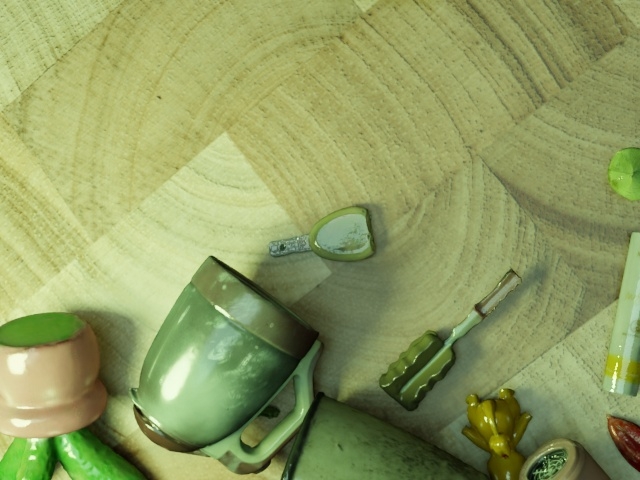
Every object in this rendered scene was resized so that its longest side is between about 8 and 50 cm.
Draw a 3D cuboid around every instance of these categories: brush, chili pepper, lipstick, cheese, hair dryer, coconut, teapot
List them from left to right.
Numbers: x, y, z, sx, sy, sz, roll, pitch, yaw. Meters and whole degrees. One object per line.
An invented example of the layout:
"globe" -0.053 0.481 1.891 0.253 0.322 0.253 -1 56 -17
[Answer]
"teapot" -0.152 0.236 1.492 0.315 0.233 0.312 36 89 -17
"cheese" 0.000 0.000 1.563 0.192 0.037 0.097 -11 84 13
"brush" 0.226 0.162 1.490 0.084 0.071 0.301 43 97 0
"hair dryer" 0.329 0.497 1.366 0.352 0.125 0.210 -41 100 -2
"lipstick" 0.510 0.118 1.426 0.059 0.059 0.264 11 91 14
"coconut" 0.508 -0.108 1.418 0.087 0.096 0.088 3 97 29
"chili pepper" 0.533 0.353 1.416 0.059 0.050 0.191 -48 67 10

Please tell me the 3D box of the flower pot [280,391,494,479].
"flower pot" 0.098 0.436 1.410 0.330 0.293 0.294 19 92 6

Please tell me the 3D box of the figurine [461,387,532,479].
"figurine" 0.296 0.335 1.435 0.121 0.122 0.176 -16 83 10

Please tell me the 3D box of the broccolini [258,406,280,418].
"broccolini" -0.176 0.303 1.581 0.201 0.058 0.074 -1 95 14

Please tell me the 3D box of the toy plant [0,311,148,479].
"toy plant" -0.467 0.318 1.580 0.316 0.210 0.356 2 101 12
